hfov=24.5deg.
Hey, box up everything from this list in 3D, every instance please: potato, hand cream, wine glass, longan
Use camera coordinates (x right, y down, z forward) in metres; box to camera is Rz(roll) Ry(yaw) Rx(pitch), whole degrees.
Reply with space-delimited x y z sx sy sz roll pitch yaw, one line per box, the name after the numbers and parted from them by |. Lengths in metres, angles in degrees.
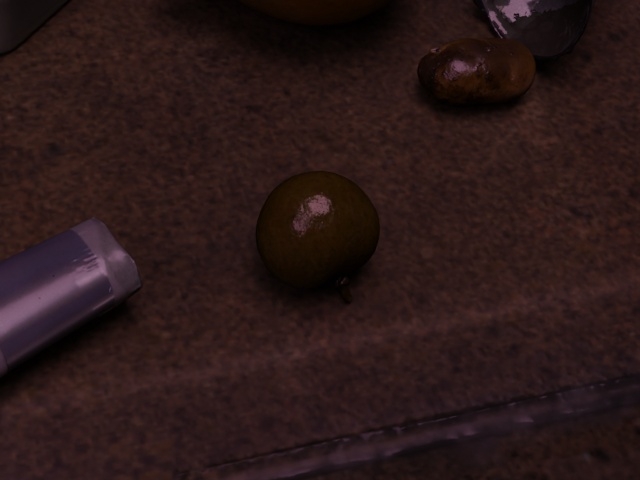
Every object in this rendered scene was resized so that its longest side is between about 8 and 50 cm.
0.105 -0.115 0.991 0.083 0.040 0.051 -9 59 -14 | potato
-0.215 0.066 0.792 0.255 0.048 0.079 -30 63 -27 | hand cream
0.207 -0.206 1.039 0.182 0.122 0.122 -23 58 -30 | wine glass
0.000 0.000 0.871 0.075 0.075 0.083 -25 101 -25 | longan

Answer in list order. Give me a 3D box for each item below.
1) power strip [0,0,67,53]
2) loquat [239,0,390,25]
-0.146 -0.275 1.067 0.091 0.062 0.385 31 54 12 | power strip
-0.017 -0.222 0.992 0.204 0.149 0.172 -22 58 -7 | loquat
